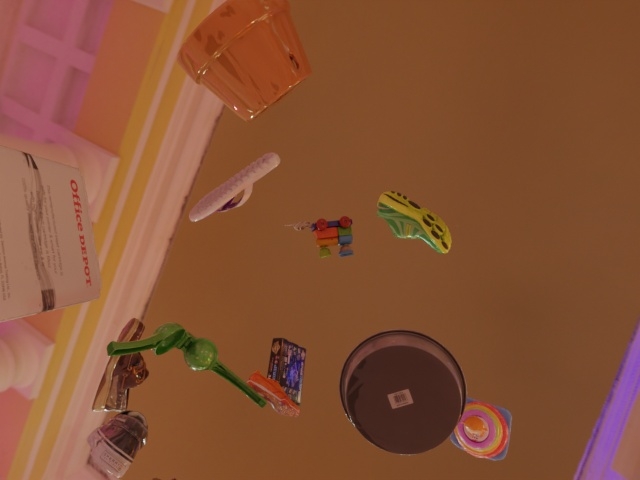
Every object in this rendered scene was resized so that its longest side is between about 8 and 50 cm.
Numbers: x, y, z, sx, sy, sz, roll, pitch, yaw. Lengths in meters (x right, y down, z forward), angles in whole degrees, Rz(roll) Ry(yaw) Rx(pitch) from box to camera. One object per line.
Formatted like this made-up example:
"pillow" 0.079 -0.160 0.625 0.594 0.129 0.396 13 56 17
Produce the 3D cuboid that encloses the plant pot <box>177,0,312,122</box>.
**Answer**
"plant pot" -0.155 -0.418 0.974 0.290 0.291 0.204 -32 -75 17

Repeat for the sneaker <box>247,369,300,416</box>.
"sneaker" -0.123 0.426 1.158 0.175 0.067 0.064 41 -55 -6

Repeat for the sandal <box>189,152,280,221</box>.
"sandal" -0.313 -0.181 1.578 0.416 0.169 0.102 -36 -63 0

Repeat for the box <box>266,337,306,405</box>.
"box" -0.127 0.494 1.553 0.051 0.175 0.221 -10 -121 28

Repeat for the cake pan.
"cake pan" 0.184 0.350 0.937 0.292 0.054 0.294 1 -85 10

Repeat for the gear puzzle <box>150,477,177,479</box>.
"gear puzzle" -0.128 0.492 0.620 0.044 0.176 0.339 -36 -61 24

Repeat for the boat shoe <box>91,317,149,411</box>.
"boat shoe" -0.571 0.382 1.236 0.123 0.123 0.342 21 -73 -20

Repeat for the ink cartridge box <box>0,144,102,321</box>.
"ink cartridge box" -0.445 -0.004 0.542 0.128 0.307 0.224 -10 -91 2

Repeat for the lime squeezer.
"lime squeezer" -0.199 0.182 0.653 0.109 0.310 0.059 20 -107 44

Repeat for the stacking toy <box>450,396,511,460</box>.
"stacking toy" 0.466 0.555 1.225 0.175 0.302 0.166 9 -109 27

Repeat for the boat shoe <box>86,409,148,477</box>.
"boat shoe" -0.460 0.468 0.978 0.121 0.119 0.335 48 -33 -9

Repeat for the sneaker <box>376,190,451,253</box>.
"sneaker" 0.317 -0.052 1.416 0.295 0.109 0.124 40 -43 20

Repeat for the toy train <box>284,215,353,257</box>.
"toy train" 0.000 0.000 1.498 0.247 0.105 0.144 -7 -99 -14
